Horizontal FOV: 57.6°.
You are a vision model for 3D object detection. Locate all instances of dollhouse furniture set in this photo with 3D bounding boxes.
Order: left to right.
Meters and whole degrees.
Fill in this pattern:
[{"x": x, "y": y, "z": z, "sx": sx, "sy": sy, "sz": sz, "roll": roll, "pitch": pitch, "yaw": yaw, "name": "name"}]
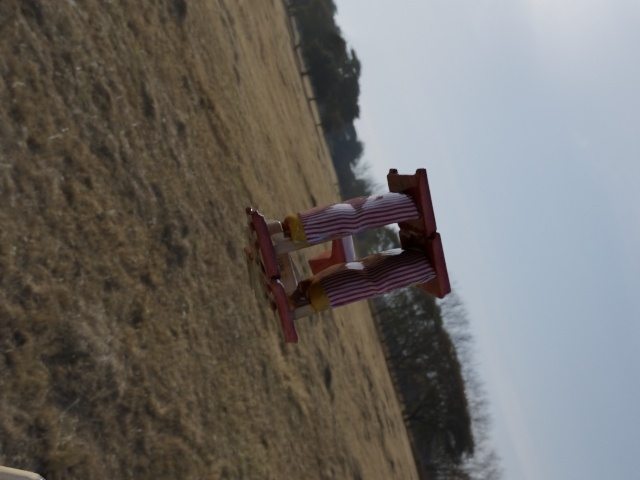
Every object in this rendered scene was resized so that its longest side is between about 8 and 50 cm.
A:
[{"x": 0.000, "y": 0.000, "z": 0.797, "sx": 0.374, "sy": 0.201, "sz": 0.152, "roll": -156, "pitch": -129, "yaw": -76, "name": "dollhouse furniture set"}]

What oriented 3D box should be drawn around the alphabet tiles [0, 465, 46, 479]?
[{"x": -0.220, "y": 0.282, "z": 0.367, "sx": 0.021, "sy": 0.284, "sz": 0.277, "roll": -13, "pitch": 114, "yaw": -87, "name": "alphabet tiles"}]
